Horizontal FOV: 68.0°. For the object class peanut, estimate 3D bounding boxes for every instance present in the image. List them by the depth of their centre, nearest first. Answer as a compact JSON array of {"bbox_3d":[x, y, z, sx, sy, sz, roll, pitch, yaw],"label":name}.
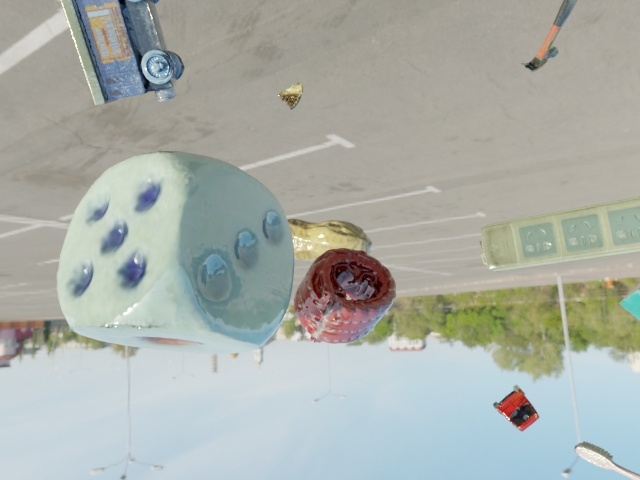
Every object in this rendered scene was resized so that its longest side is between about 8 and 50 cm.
[{"bbox_3d":[0.000,0.000,1.465,0.313,0.149,0.149,7,175,24],"label":"peanut"}]

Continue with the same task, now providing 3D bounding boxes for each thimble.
[{"bbox_3d":[0.047,0.106,0.935,0.189,0.163,0.125,-13,147,-40],"label":"thimble"}]

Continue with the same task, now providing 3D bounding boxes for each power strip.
[{"bbox_3d":[0.372,-0.006,0.709,0.272,0.078,0.052,-11,172,31],"label":"power strip"}]

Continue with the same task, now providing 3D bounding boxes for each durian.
[{"bbox_3d":[-0.072,-0.390,1.286,0.066,0.052,0.130,-38,-153,1],"label":"durian"}]

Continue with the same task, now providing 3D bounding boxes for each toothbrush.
[{"bbox_3d":[0.538,0.377,0.693,0.307,0.025,0.029,18,-160,39],"label":"toothbrush"}]

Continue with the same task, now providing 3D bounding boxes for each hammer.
[{"bbox_3d":[0.509,-0.465,1.013,0.111,0.033,0.288,-39,163,-8],"label":"hammer"}]

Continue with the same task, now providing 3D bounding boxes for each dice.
[{"bbox_3d":[-0.216,0.033,0.754,0.264,0.263,0.268,-9,156,31],"label":"dice"}]

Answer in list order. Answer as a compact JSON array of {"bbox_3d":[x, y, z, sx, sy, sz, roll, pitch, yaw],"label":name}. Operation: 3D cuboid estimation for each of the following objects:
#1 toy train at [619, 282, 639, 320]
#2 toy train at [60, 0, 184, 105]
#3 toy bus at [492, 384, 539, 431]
[{"bbox_3d":[0.563,0.057,0.719,0.198,0.107,0.154,-35,155,-16],"label":"toy train"},{"bbox_3d":[-0.417,-0.438,1.004,0.201,0.300,0.131,-11,-158,-1],"label":"toy train"},{"bbox_3d":[0.501,0.429,1.203,0.081,0.089,0.195,-41,150,3],"label":"toy bus"}]
